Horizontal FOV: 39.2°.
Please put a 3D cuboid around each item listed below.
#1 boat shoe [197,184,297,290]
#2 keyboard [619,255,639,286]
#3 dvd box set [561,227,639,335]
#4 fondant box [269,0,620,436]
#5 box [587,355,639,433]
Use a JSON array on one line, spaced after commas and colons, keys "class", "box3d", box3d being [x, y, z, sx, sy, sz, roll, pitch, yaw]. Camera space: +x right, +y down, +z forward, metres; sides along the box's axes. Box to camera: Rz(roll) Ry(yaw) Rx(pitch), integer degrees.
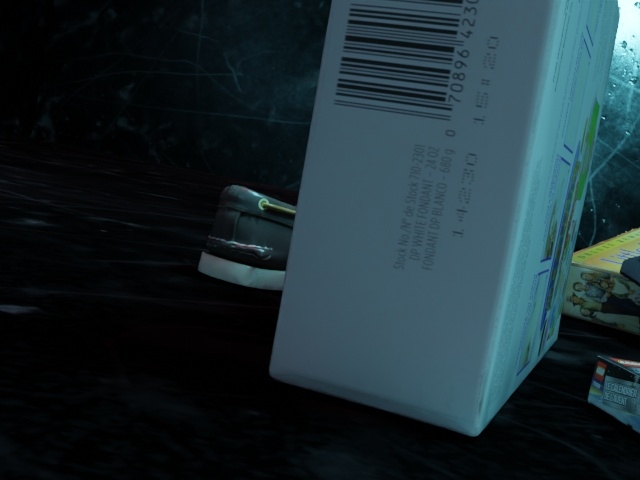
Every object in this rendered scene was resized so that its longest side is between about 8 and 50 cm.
[{"class": "boat shoe", "box3d": [0.000, 0.000, 0.705, 0.081, 0.068, 0.228, 14, 6, 34]}, {"class": "keyboard", "box3d": [0.379, 0.053, 0.634, 0.202, 0.033, 0.317, -6, 19, -14]}, {"class": "dvd box set", "box3d": [0.471, 0.058, 0.791, 0.420, 0.062, 0.308, 15, 19, 40]}, {"class": "fondant box", "box3d": [0.094, -0.050, 0.499, 0.096, 0.238, 0.330, 12, 5, 21]}, {"class": "box", "box3d": [0.211, 0.086, 0.423, 0.137, 0.027, 0.094, 10, 4, -12]}]
